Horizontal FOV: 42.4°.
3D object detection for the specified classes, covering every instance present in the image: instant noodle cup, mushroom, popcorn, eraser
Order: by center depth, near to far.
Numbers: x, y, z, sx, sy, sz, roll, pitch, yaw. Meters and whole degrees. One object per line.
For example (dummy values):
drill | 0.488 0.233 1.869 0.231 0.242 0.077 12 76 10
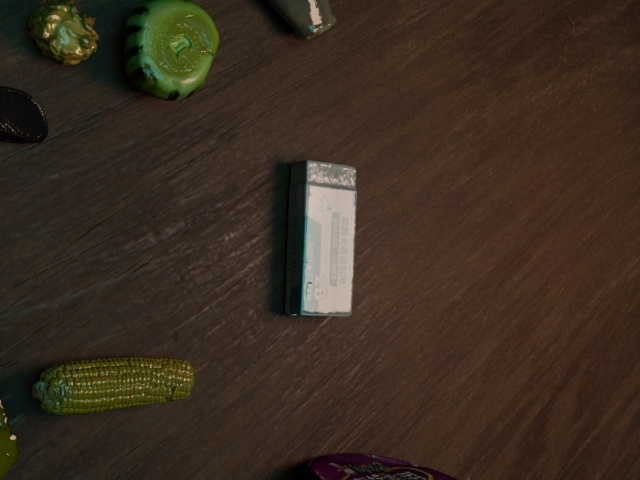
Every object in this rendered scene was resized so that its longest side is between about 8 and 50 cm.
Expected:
popcorn | -0.310 -0.254 0.998 0.082 0.057 0.083 2 90 -30
mushroom | -0.094 -0.421 1.143 0.351 0.097 0.109 43 65 -30
instant noodle cup | 0.086 0.430 1.161 0.251 0.251 0.190 10 91 -36
eraser | 0.000 0.000 1.219 0.095 0.052 0.225 5 85 -35

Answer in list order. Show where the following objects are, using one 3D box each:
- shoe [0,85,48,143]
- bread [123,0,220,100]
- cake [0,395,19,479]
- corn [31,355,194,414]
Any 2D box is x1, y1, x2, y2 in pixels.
shoe | -0.381 -0.144 0.938 0.159 0.053 0.062 4 76 -68
bread | -0.197 -0.248 1.072 0.130 0.071 0.139 9 81 -39
cake | -0.417 0.147 0.827 0.156 0.179 0.261 -25 106 -34
corn | -0.250 0.177 1.016 0.206 0.067 0.067 2 87 -37
